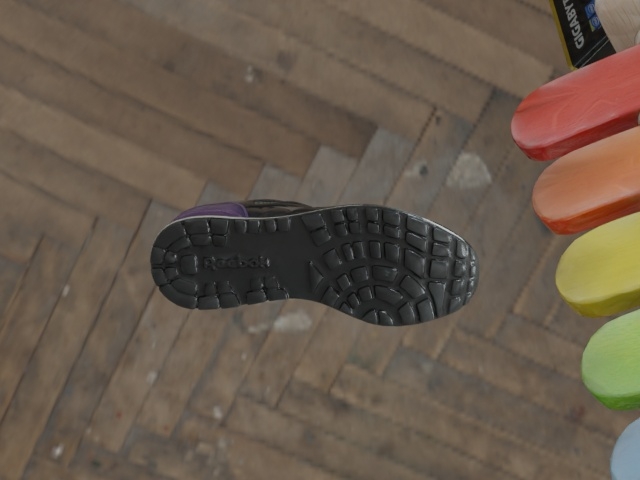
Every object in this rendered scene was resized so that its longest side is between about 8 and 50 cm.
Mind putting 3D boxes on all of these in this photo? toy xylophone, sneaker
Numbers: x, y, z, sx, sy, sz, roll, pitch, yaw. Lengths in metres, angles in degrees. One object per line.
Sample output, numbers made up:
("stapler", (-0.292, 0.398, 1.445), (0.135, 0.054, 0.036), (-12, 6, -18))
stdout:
("toy xylophone", (0.198, -0.011, 0.583), (0.236, 0.323, 0.081), (-27, 127, 22))
("sneaker", (0.000, 0.000, 1.350), (0.283, 0.124, 0.107), (5, 109, 5))

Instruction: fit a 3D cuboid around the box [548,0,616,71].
("box", (0.342, -0.267, 1.588), (0.257, 0.322, 0.079), (19, 135, -31))
